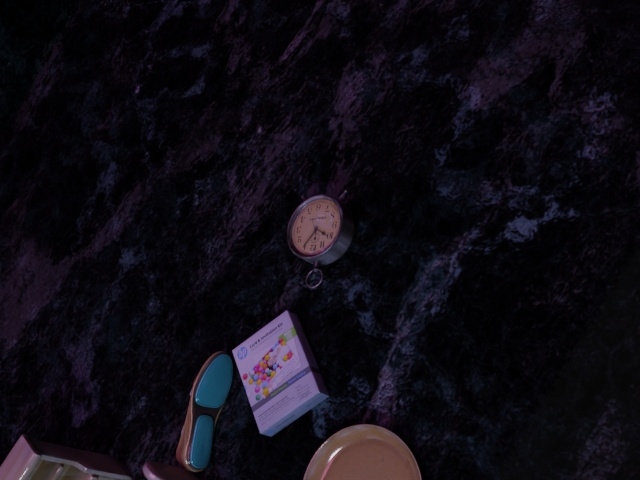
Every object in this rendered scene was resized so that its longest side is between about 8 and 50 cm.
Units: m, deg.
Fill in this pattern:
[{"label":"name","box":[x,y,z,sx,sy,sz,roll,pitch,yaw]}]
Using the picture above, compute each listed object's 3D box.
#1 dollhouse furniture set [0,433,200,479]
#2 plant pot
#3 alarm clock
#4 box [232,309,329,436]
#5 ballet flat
[{"label":"dollhouse furniture set","box":[-0.409,0.554,1.622,0.394,0.256,0.362,36,94,41]},{"label":"plant pot","box":[0.071,0.424,1.471,0.236,0.032,0.236,-16,62,32]},{"label":"alarm clock","box":[0.000,0.000,1.692,0.129,0.064,0.192,-5,65,35]},{"label":"box","box":[-0.076,0.245,1.657,0.145,0.038,0.186,-37,51,18]},{"label":"ballet flat","box":[-0.232,0.324,1.715,0.073,0.080,0.232,-6,65,51]}]
